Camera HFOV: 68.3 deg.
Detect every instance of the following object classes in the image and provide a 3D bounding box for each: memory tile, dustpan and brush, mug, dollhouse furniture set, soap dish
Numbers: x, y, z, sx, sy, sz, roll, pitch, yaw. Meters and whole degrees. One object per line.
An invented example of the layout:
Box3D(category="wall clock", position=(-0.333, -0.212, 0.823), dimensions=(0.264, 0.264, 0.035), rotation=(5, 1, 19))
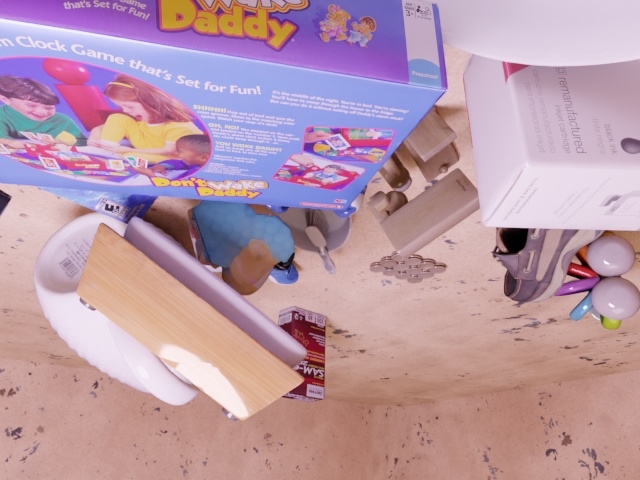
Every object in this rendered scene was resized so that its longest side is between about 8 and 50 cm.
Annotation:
Box3D(category="memory tile", position=(0.195, 0.061, 1.054), dimensions=(0.148, 0.012, 0.113), rotation=(18, 149, -27))
Box3D(category="dustpan and brush", position=(0.000, 0.000, 0.893), dimensions=(0.147, 0.060, 0.211), rotation=(-5, 152, 14))
Box3D(category="mug", position=(-0.330, 0.138, 0.869), dimensions=(0.276, 0.374, 0.328), rotation=(-34, 145, -9))
Box3D(category="dollhouse furniture set", position=(0.146, -0.055, 0.624), dimensions=(0.144, 0.151, 0.123), rotation=(-36, 143, 11))
Box3D(category="soap dish", position=(-0.164, 0.108, 0.629), dimensions=(0.291, 0.118, 0.229), rotation=(38, 166, -1))

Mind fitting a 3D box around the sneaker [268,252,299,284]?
Box3D(category="sneaker", position=(-0.078, 0.052, 1.003), dimensions=(0.084, 0.058, 0.152), rotation=(-9, 146, 38))

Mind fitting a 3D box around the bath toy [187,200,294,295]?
Box3D(category="bath toy", position=(-0.140, 0.008, 0.771), dimensions=(0.129, 0.151, 0.348), rotation=(-15, -178, -16))

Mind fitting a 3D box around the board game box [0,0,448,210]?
Box3D(category="board game box", position=(-0.108, -0.114, 0.396), dimensions=(0.347, 0.078, 0.233), rotation=(4, 161, -15))

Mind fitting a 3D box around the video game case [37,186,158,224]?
Box3D(category="video game case", position=(-0.247, -0.157, 0.494), dimensions=(0.244, 0.061, 0.269), rotation=(27, 124, -32))

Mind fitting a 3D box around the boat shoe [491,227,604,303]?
Box3D(category="boat shoe", position=(0.363, -0.008, 0.811), dimensions=(0.130, 0.132, 0.355), rotation=(9, 145, 8))

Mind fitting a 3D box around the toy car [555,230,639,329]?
Box3D(category="toy car", position=(0.508, 0.076, 0.888), dimensions=(0.136, 0.182, 0.159), rotation=(-5, 167, 23))

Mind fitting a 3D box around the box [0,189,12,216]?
Box3D(category="box", position=(-0.577, -0.142, 0.475), dimensions=(0.318, 0.097, 0.395), rotation=(22, 168, 35))

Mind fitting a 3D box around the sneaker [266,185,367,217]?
Box3D(category="sneaker", position=(-0.075, -0.107, 0.615), dimensions=(0.296, 0.131, 0.112), rotation=(7, 154, -7))

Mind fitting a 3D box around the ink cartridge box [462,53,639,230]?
Box3D(category="ink cartridge box", position=(0.305, -0.124, 0.470), dimensions=(0.283, 0.207, 0.117), rotation=(1, 155, 0))

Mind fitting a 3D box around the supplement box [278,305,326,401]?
Box3D(category="supplement box", position=(-0.055, 0.320, 1.327), dimensions=(0.130, 0.239, 0.073), rotation=(23, 146, -36))

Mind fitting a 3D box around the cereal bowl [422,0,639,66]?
Box3D(category="cereal bowl", position=(0.166, -0.256, 0.252), dimensions=(0.339, 0.141, 0.339), rotation=(11, 167, 3))
